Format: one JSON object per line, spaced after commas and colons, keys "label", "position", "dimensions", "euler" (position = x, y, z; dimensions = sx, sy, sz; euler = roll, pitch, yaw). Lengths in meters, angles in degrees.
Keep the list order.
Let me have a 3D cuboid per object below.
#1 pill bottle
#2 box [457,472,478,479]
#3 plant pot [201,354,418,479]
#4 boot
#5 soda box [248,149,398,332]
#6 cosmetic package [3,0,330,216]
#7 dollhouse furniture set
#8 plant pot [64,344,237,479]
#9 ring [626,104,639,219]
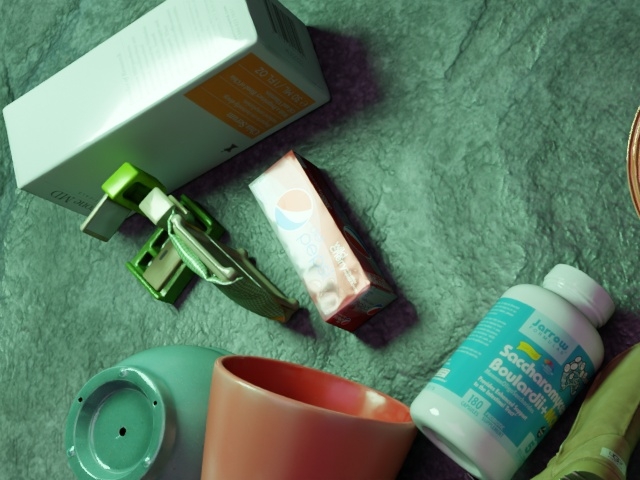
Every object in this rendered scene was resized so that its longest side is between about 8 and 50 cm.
{"label": "pill bottle", "position": [0.241, 0.154, 1.245], "dimensions": [0.146, 0.146, 0.264], "euler": [33, 75, 33]}
{"label": "box", "position": [0.202, 0.452, 1.243], "dimensions": [0.216, 0.060, 0.270], "euler": [-50, 57, 8]}
{"label": "plant pot", "position": [-0.034, 0.302, 1.321], "dimensions": [0.275, 0.275, 0.243], "euler": [17, 92, 33]}
{"label": "boot", "position": [0.290, 0.249, 1.165], "dimensions": [0.089, 0.269, 0.236], "euler": [47, 127, 1]}
{"label": "soda box", "position": [0.000, 0.000, 1.489], "dimensions": [0.092, 0.083, 0.263], "euler": [-39, 59, 14]}
{"label": "cosmetic package", "position": [-0.242, -0.213, 1.609], "dimensions": [0.453, 0.230, 0.161], "euler": [-28, 63, 21]}
{"label": "dollhouse furniture set", "position": [-0.202, 0.048, 1.520], "dimensions": [0.151, 0.197, 0.301], "euler": [-51, 57, 5]}
{"label": "plant pot", "position": [-0.234, 0.279, 1.466], "dimensions": [0.293, 0.196, 0.293], "euler": [-9, 71, 27]}
{"label": "ring", "position": [0.534, -0.098, 1.214], "dimensions": [0.337, 0.032, 0.336], "euler": [-2, 86, 31]}
